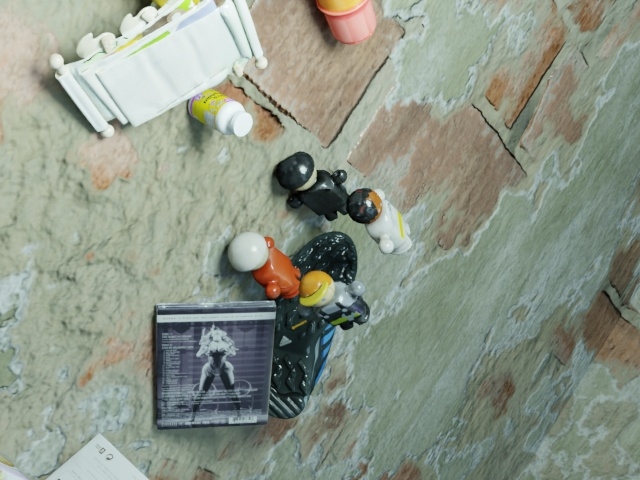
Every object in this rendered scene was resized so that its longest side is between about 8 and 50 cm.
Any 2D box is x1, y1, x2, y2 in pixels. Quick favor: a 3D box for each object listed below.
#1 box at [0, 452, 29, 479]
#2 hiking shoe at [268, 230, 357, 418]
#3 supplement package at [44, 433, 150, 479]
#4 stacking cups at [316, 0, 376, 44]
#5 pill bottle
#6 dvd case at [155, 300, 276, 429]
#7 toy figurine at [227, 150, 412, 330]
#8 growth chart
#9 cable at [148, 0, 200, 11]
[{"bbox_3d":[-0.457,0.238,1.099,0.063,0.067,0.324,-53,143,-11],"label":"box"},{"bbox_3d":[-0.025,0.127,1.537,0.132,0.113,0.304,9,104,-84],"label":"hiking shoe"},{"bbox_3d":[-0.334,0.445,1.303,0.293,0.175,0.177,-41,142,-23],"label":"supplement package"},{"bbox_3d":[0.010,-0.370,1.196,0.096,0.096,0.316,-49,143,-14],"label":"stacking cups"},{"bbox_3d":[-0.122,-0.157,1.201,0.043,0.083,0.043,-31,136,-35],"label":"pill bottle"},{"bbox_3d":[-0.152,0.180,1.392,0.165,0.018,0.221,-1,123,-10],"label":"dvd case"},{"bbox_3d":[0.000,0.000,1.358,0.213,0.209,0.148,-56,139,-5],"label":"toy figurine"},{"bbox_3d":[-0.173,-0.203,1.086,0.237,0.021,0.172,-27,150,-11],"label":"growth chart"},{"bbox_3d":[-0.095,-0.336,1.087,0.287,0.072,0.139,-24,121,-24],"label":"cable"}]
